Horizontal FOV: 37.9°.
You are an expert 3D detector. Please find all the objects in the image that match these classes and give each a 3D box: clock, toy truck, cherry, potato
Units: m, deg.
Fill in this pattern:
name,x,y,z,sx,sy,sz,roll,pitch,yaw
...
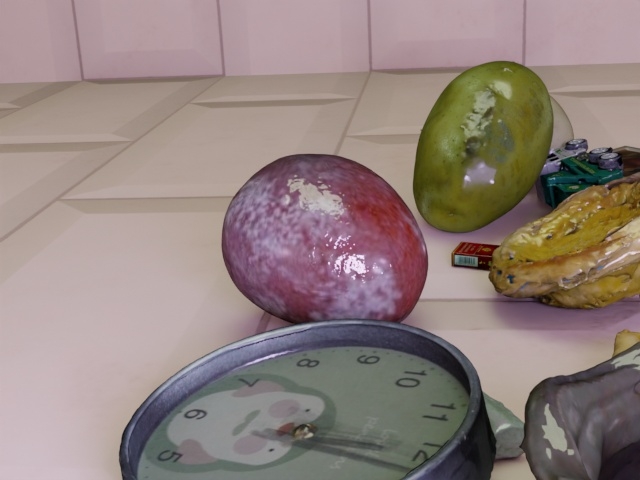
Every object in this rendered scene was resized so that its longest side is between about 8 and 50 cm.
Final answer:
name,x,y,z,sx,sy,sz,roll,pitch,yaw
clock,-0.013,0.166,0.794,0.318,0.066,0.319,-9,22,4
toy truck,0.409,-0.089,1.497,0.116,0.110,0.216,-16,20,-2
cherry,0.000,0.000,1.125,0.236,0.213,0.285,-25,36,-29
potato,0.259,-0.148,1.479,0.215,0.216,0.304,5,52,22

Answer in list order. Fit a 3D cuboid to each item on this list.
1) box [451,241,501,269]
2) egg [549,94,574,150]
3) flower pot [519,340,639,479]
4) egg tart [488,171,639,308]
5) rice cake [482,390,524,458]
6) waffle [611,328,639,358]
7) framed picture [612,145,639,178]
name,x,y,z,sx,sy,sz,roll,pitch,yaw
box,0.230,0.023,1.313,0.082,0.023,0.051,5,21,24
egg,0.345,-0.196,1.690,0.188,0.189,0.253,-15,31,-33
flower pot,0.262,0.185,0.526,0.301,0.213,0.302,-3,19,1
egg tart,0.344,0.015,1.149,0.290,0.107,0.291,-29,10,6
rice cake,0.108,0.153,0.913,0.085,0.040,0.226,-11,21,-22
waffle,0.337,0.156,0.844,0.168,0.057,0.274,4,20,23
framed picture,0.614,-0.126,1.706,0.211,0.020,0.289,-16,23,-33
